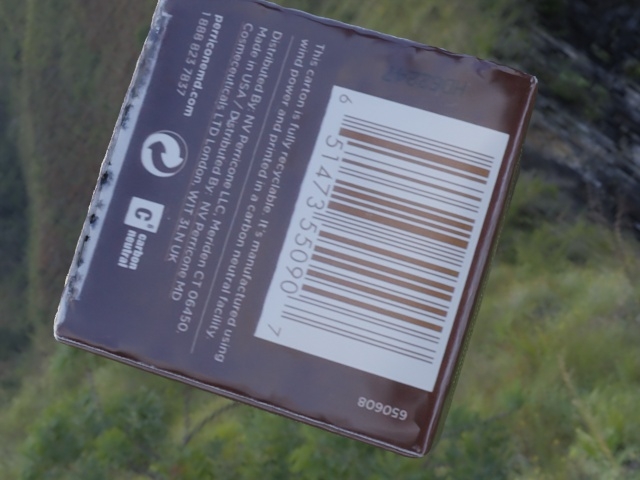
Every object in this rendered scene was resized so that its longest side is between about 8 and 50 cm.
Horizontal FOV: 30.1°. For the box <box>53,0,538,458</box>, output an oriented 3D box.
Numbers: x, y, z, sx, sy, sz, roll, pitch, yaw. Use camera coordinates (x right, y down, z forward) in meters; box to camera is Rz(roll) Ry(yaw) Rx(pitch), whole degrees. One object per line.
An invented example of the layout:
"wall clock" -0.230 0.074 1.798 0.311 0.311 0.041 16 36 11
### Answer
"box" 0.000 0.000 0.582 0.203 0.167 0.168 51 -125 -79
